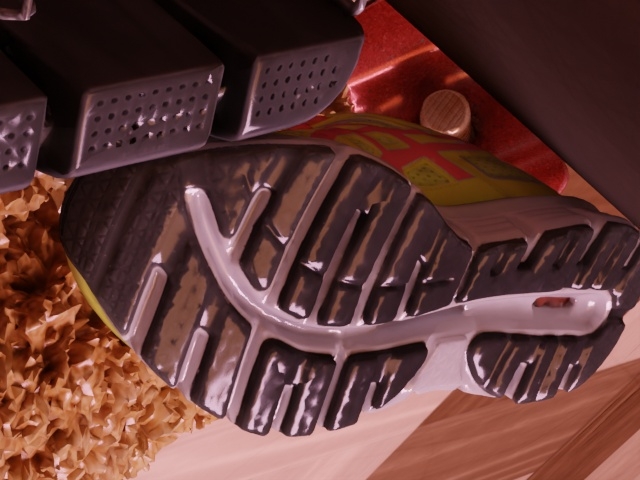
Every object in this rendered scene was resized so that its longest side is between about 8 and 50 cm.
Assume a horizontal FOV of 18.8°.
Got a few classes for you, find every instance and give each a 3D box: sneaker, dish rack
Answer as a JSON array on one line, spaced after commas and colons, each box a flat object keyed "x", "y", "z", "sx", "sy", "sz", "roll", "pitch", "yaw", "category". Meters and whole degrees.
[{"x": 0.000, "y": 0.000, "z": 0.557, "sx": 0.208, "sy": 0.094, "sz": 0.081, "roll": 11, "pitch": 111, "yaw": -47, "category": "sneaker"}, {"x": -0.047, "y": -0.127, "z": 0.378, "sx": 0.208, "sy": 0.074, "sz": 0.271, "roll": -17, "pitch": 134, "yaw": -43, "category": "dish rack"}]

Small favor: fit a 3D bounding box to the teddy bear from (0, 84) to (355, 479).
[{"x": -0.094, "y": 0.039, "z": 0.599, "sx": 0.245, "sy": 0.113, "sz": 0.338, "roll": -54, "pitch": 161, "yaw": 16, "category": "teddy bear"}]

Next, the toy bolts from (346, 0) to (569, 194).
[{"x": 0.125, "y": -0.026, "z": 0.769, "sx": 0.228, "sy": 0.218, "sz": 0.158, "roll": -17, "pitch": 166, "yaw": 0, "category": "toy bolts"}]

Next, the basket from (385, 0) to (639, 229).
[{"x": 0.120, "y": -0.082, "z": 0.556, "sx": 0.154, "sy": 0.227, "sz": 0.204, "roll": -9, "pitch": 148, "yaw": -51, "category": "basket"}]
